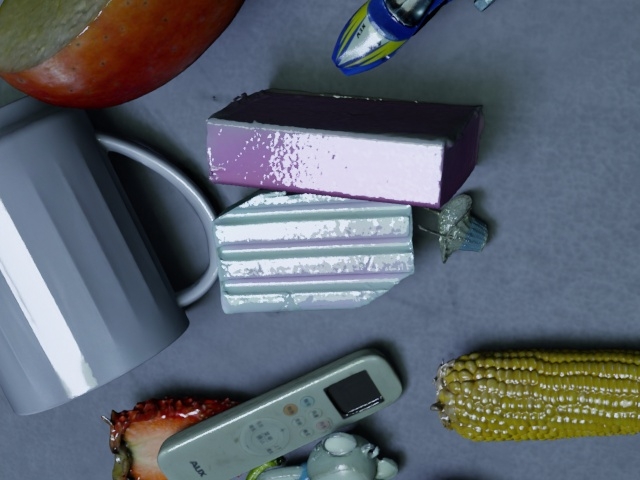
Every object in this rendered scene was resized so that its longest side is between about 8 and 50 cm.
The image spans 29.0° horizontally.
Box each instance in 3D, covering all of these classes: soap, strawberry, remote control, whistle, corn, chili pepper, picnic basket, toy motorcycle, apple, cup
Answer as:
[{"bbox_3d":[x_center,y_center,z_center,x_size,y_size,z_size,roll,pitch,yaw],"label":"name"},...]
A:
[{"bbox_3d":[0.000,0.000,1.397,0.231,0.091,0.145,-3,107,10],"label":"soap"},{"bbox_3d":[-0.168,0.257,1.573,0.208,0.087,0.167,-3,123,-5],"label":"strawberry"},{"bbox_3d":[-0.050,0.217,1.484,0.310,0.038,0.090,-25,122,9],"label":"remote control"},{"bbox_3d":[-0.015,0.301,1.529,0.114,0.077,0.236,34,127,-29],"label":"whistle"},{"bbox_3d":[0.030,-0.103,1.318,0.259,0.181,0.081,7,110,16],"label":"soap"},{"bbox_3d":[0.278,0.168,1.366,0.305,0.106,0.106,-4,106,16],"label":"corn"},{"bbox_3d":[-0.077,0.302,1.580,0.030,0.017,0.083,43,115,0],"label":"chili pepper"},{"bbox_3d":[0.143,-0.015,1.374,0.083,0.065,0.083,15,118,-8],"label":"picnic basket"},{"bbox_3d":[0.136,-0.282,1.225,0.113,0.169,0.315,47,115,-1],"label":"toy motorcycle"},{"bbox_3d":[-0.202,-0.325,1.259,0.365,0.295,0.328,-41,86,18],"label":"apple"},{"bbox_3d":[-0.291,-0.010,1.453,0.323,0.237,0.326,-26,98,-5],"label":"cup"}]
